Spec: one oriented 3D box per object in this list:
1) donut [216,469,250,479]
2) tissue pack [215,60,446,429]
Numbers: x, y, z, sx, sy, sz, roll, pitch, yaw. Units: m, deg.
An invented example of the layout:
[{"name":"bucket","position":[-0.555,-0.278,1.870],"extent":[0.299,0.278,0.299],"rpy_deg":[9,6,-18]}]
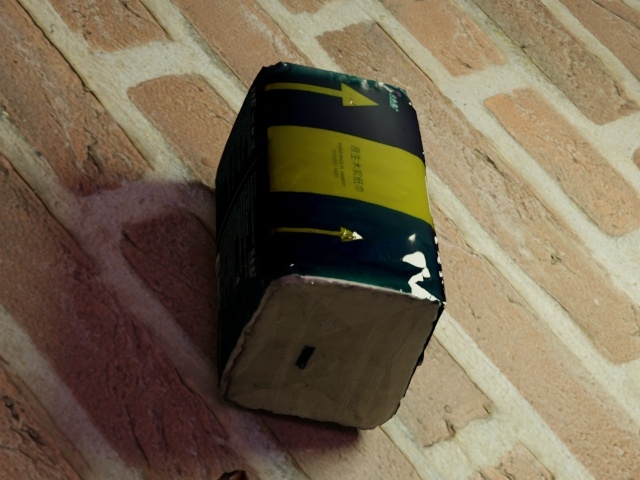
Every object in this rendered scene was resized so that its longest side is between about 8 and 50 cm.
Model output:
[{"name":"donut","position":[-0.118,0.360,2.063],"extent":[0.126,0.144,0.186],"rpy_deg":[48,12,-11]},{"name":"tissue pack","position":[0.000,0.000,2.397],"extent":[0.253,0.264,0.416],"rpy_deg":[10,43,-16]}]
